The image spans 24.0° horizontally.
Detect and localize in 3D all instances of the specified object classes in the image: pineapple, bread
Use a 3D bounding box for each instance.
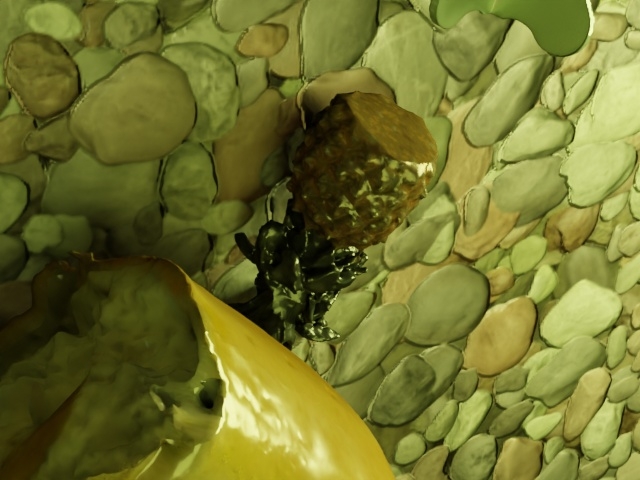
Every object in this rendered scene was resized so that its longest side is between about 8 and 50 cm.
[{"bbox_3d":[0.000,0.000,1.188,0.119,0.111,0.237,28,117,-11],"label":"pineapple"},{"bbox_3d":[-0.138,0.199,1.140,0.361,0.250,0.394,-33,139,16],"label":"bread"}]

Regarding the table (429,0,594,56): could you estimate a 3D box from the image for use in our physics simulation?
[{"bbox_3d":[0.148,-0.245,1.061,0.167,0.166,0.198,-1,122,-34],"label":"table"}]
